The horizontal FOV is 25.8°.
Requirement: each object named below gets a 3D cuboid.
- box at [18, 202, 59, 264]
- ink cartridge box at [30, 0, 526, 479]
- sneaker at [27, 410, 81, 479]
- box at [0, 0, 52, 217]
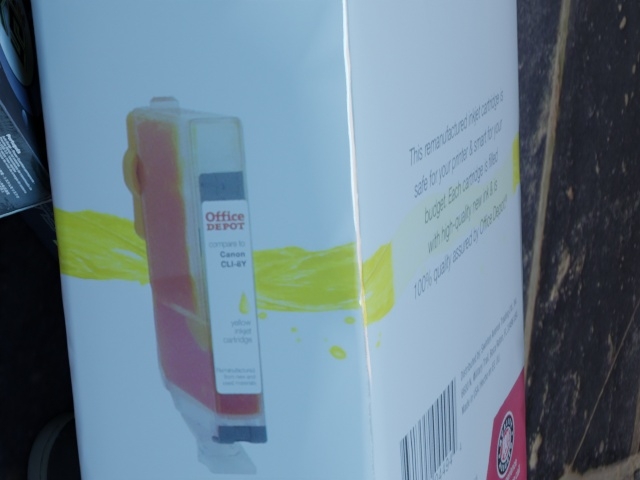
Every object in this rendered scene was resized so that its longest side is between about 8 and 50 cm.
[{"bbox_3d":[-0.089,-0.036,0.886,0.183,0.059,0.233,-64,145,-27],"label":"box"},{"bbox_3d":[0.000,0.000,0.723,0.279,0.160,0.385,-35,125,-64],"label":"ink cartridge box"},{"bbox_3d":[-0.106,0.217,0.861,0.083,0.118,0.222,-40,130,-47],"label":"sneaker"},{"bbox_3d":[-0.186,-0.117,0.633,0.147,0.077,0.180,-96,166,-47],"label":"box"}]
